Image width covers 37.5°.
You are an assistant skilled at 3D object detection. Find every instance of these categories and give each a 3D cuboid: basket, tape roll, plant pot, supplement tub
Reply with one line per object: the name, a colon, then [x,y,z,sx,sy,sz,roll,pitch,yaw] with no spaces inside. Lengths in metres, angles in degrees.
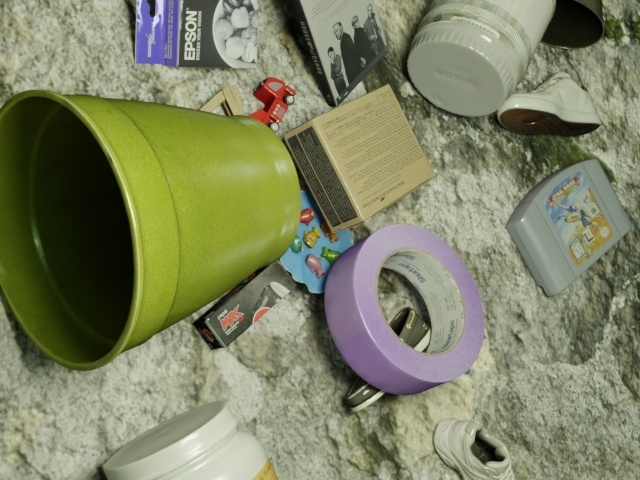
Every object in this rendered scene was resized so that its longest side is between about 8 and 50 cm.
basket: [0.519,-0.553,2.001,0.204,0.154,0.227,24,64,-26]
tape roll: [0.143,0.114,1.572,0.274,0.090,0.275,16,60,-30]
plant pot: [-0.225,-0.042,1.330,0.353,0.366,0.367,-16,88,-45]
supplement tub: [-0.149,0.409,1.322,0.228,0.228,0.316,-28,94,-33]

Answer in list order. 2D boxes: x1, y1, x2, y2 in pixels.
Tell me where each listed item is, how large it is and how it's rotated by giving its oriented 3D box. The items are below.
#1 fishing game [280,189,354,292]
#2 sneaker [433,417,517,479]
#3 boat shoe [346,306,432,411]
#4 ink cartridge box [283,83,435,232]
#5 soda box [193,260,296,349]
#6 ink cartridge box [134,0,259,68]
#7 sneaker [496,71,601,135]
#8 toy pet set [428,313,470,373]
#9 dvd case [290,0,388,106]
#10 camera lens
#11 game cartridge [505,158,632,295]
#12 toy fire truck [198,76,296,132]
fishing game: [0.000,0.000,1.600,0.264,0.041,0.189,57,43,-9]
sneaker: [0.303,0.411,1.668,0.232,0.115,0.090,48,59,-14]
boat shoe: [0.108,0.203,1.619,0.069,0.081,0.228,53,51,-8]
ink cartridge box: [0.072,-0.146,1.641,0.234,0.088,0.193,-31,97,-46]
soda box: [-0.120,0.102,1.512,0.169,0.053,0.060,-41,101,-31]
ink cartridge box: [-0.197,-0.386,1.533,0.208,0.045,0.206,-6,108,-32]
sneaker: [0.456,-0.288,1.937,0.290,0.106,0.123,1,72,-41]
toy pet set: [0.242,0.168,1.733,0.114,0.065,0.122,45,56,-57]
dvd case: [0.037,-0.385,1.664,0.179,0.029,0.239,-49,136,-30]
camera lens: [0.307,-0.401,1.789,0.219,0.219,0.274,39,62,-19]
game cartridge: [0.514,-0.042,1.940,0.297,0.062,0.198,-35,103,-32]
toy fire truck: [-0.134,-0.213,1.577,0.135,0.047,0.192,36,62,-19]
